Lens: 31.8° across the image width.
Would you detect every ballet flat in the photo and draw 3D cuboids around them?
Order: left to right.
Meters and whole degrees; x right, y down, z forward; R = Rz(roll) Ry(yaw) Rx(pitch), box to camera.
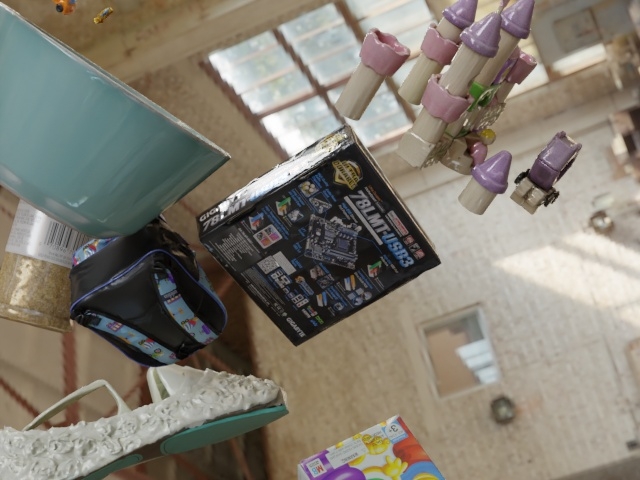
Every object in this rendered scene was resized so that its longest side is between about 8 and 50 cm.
[{"bbox_3d":[-0.242,0.235,1.487,0.147,0.409,0.147,162,90,-73],"label":"ballet flat"}]

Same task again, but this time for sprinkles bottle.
[{"bbox_3d":[-0.359,-0.055,1.566,0.121,0.121,0.355,31,-109,-66],"label":"sprinkles bottle"}]

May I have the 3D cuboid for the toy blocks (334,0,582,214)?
[{"bbox_3d":[0.241,-0.222,1.562,0.309,0.260,0.288,40,-154,14],"label":"toy blocks"}]

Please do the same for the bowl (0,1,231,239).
[{"bbox_3d":[-0.273,-0.115,1.265,0.311,0.163,0.311,34,-177,-2],"label":"bowl"}]

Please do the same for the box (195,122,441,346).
[{"bbox_3d":[0.000,0.000,1.818,0.295,0.293,0.073,50,-167,-35],"label":"box"}]

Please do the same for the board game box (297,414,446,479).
[{"bbox_3d":[0.101,0.364,1.281,0.275,0.142,0.144,53,156,36],"label":"board game box"}]

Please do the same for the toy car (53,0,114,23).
[{"bbox_3d":[-0.344,-0.350,1.608,0.060,0.040,0.122,58,-158,10],"label":"toy car"}]

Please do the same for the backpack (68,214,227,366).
[{"bbox_3d":[-0.206,0.069,1.390,0.173,0.158,0.117,47,-165,-39],"label":"backpack"}]
